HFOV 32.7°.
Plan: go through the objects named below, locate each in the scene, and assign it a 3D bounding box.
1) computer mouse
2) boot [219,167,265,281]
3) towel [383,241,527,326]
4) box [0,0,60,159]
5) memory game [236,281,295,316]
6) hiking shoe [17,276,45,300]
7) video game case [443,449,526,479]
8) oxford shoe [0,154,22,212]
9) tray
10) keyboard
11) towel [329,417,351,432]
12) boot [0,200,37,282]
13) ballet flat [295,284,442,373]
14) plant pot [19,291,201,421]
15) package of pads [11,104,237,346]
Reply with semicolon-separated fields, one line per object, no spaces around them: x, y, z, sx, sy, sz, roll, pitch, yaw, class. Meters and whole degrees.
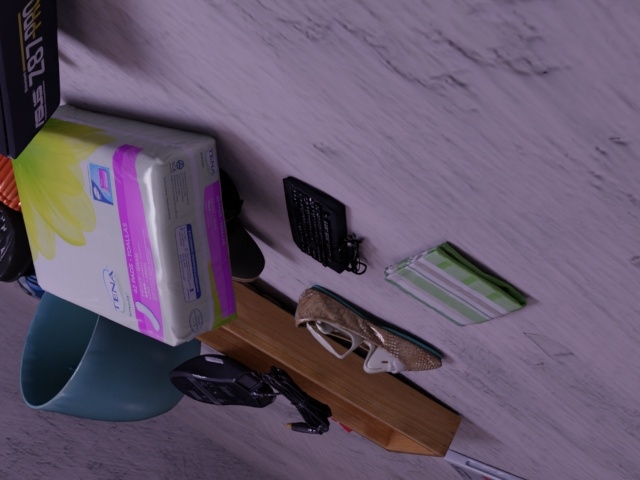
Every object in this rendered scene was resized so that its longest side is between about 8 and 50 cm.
-0.100;0.233;1.695;0.262;0.060;0.184;-5;141;41;computer mouse
-0.113;-0.017;1.291;0.198;0.077;0.137;40;156;-30;boot
0.138;0.046;1.133;0.113;0.023;0.152;32;161;-9;towel
-0.420;-0.272;0.968;0.395;0.097;0.318;30;149;4;box
-0.100;0.100;1.683;0.186;0.012;0.186;28;162;10;memory game
-0.509;0.057;2.077;0.132;0.113;0.304;25;162;20;hiking shoe
0.329;0.439;1.890;0.183;0.023;0.201;15;155;43;video game case
-0.415;-0.146;1.417;0.363;0.130;0.133;36;-164;-37;oxford shoe
-0.005;0.199;1.664;0.411;0.076;0.203;33;163;-13;tray
0.000;0.000;1.200;0.100;0.038;0.192;27;163;13;keyboard
-0.044;0.264;2.015;0.274;0.031;0.199;30;162;4;towel
-0.421;-0.060;1.588;0.260;0.131;0.348;4;-135;-53;boot
0.057;0.134;1.422;0.206;0.067;0.073;27;162;13;ballet flat
-0.356;0.189;1.930;0.235;0.293;0.293;26;168;-31;plant pot
-0.228;-0.020;1.248;0.296;0.101;0.229;17;122;41;package of pads
